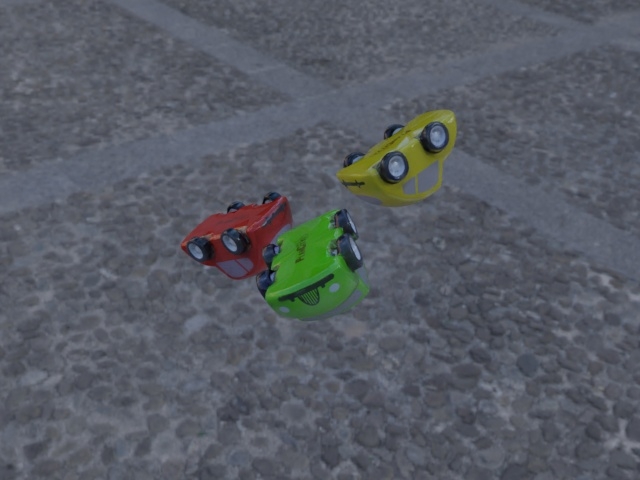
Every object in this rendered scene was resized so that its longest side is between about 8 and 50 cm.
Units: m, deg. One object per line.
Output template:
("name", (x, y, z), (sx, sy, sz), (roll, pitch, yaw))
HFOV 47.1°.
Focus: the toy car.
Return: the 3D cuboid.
("toy car", (0.000, 0.000, 0.506), (0.239, 0.053, 0.225), (-25, 20, 12))
